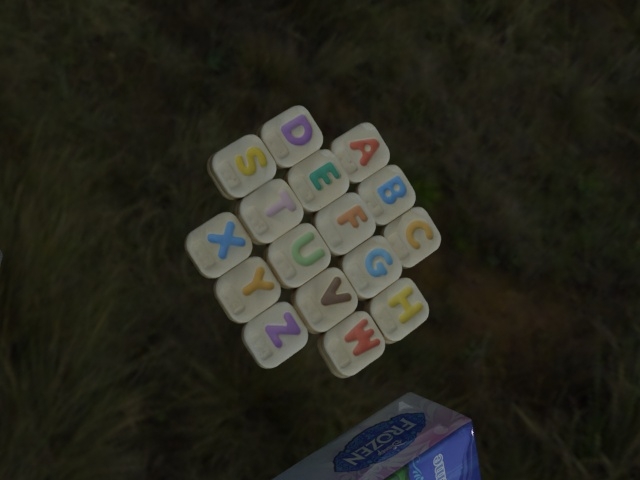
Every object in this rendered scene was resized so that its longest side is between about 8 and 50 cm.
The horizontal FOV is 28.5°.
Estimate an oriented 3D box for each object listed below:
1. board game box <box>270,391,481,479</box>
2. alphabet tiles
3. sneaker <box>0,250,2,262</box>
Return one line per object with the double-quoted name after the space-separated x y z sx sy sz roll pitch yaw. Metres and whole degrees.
-0.011 0.308 0.804 0.318 0.318 0.066 -28 28 -32 "board game box"
0.000 0.000 1.379 0.278 0.021 0.284 -33 94 -28 "alphabet tiles"
-0.409 0.113 1.198 0.115 0.105 0.281 26 90 -12 "sneaker"
